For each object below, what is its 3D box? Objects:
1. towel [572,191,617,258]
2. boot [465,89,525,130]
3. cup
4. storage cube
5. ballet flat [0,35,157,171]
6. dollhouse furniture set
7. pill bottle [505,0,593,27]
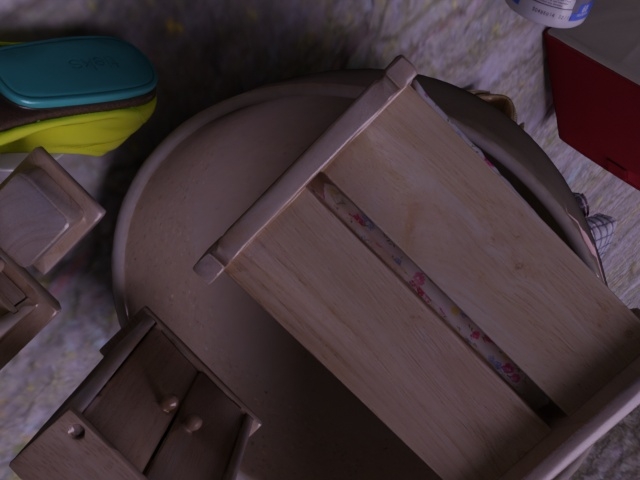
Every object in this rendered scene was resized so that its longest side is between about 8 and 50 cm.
[{"bbox_3d":[0.271,0.078,1.214,0.235,0.121,0.284,-21,142,-44],"label":"towel"},{"bbox_3d":[0.174,-0.066,0.900,0.262,0.095,0.203,-21,143,-34],"label":"boot"},{"bbox_3d":[0.052,0.012,0.634,0.237,0.331,0.331,-51,168,-56],"label":"cup"},{"bbox_3d":[0.374,-0.179,0.912,0.183,0.215,0.193,-43,147,-6],"label":"storage cube"},{"bbox_3d":[-0.179,-0.063,0.416,0.077,0.077,0.231,-44,161,33],"label":"ballet flat"},{"bbox_3d":[0.000,0.000,0.476,0.355,0.303,0.174,-43,-173,10],"label":"dollhouse furniture set"},{"bbox_3d":[0.210,-0.254,0.708,0.078,0.078,0.137,-26,147,-36],"label":"pill bottle"}]
